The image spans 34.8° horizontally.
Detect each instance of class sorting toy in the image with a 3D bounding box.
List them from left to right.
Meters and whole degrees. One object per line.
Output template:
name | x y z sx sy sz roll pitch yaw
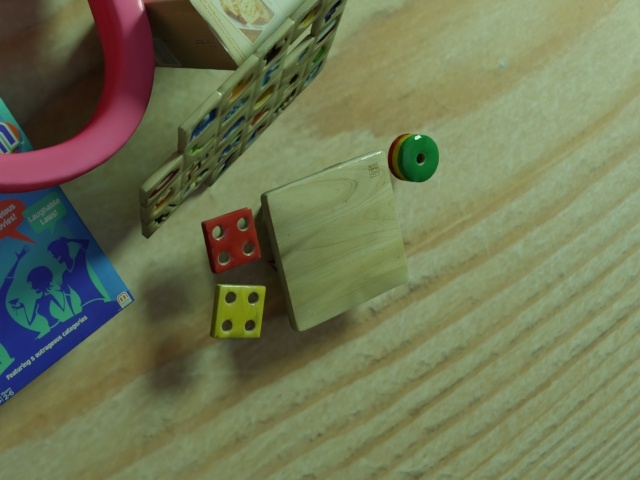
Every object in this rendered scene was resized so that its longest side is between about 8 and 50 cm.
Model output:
sorting toy | 0.000 0.000 0.937 0.274 0.046 0.132 -24 111 -30

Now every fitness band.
fitness band | -0.231 -0.177 0.708 0.209 0.054 0.290 -22 97 -32

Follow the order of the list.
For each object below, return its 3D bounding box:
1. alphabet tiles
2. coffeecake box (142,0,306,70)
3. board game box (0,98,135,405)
alphabet tiles | -0.059 -0.102 0.805 0.009 0.198 0.237 41 72 4
coffeecake box | -0.055 -0.220 0.801 0.185 0.142 0.068 -48 121 -18
board game box | -0.260 0.009 0.759 0.160 0.047 0.210 -40 117 -22
